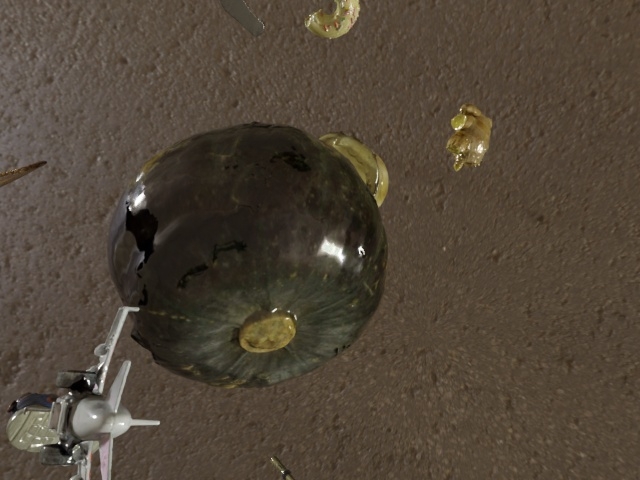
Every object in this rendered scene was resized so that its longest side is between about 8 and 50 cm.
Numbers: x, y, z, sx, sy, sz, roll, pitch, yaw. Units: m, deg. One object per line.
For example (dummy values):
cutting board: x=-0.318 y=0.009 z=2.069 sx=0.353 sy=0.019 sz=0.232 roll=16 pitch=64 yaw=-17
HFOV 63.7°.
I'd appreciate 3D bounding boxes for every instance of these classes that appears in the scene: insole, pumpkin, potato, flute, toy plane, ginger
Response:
insole: x=-0.193 y=-0.558 z=1.251 sx=0.053 sy=0.153 sz=0.002 roll=-47 pitch=40 yaw=8
pumpkin: x=-0.111 y=0.028 z=0.840 sx=0.455 sy=0.454 sz=0.344 roll=-27 pitch=39 yaw=6
potato: x=0.108 y=-0.198 z=1.611 sx=0.242 sy=0.242 sz=0.285 roll=-47 pitch=61 yaw=0
flute: x=-0.062 y=0.607 z=1.280 sx=0.233 sy=0.027 sz=0.027 roll=22 pitch=84 yaw=52
toy plane: x=-0.175 y=0.132 z=0.388 sx=0.171 sy=0.066 sz=0.162 roll=-16 pitch=64 yaw=46
ginger: x=0.473 y=-0.316 z=1.634 sx=0.102 sy=0.157 sz=0.216 roll=13 pitch=78 yaw=51

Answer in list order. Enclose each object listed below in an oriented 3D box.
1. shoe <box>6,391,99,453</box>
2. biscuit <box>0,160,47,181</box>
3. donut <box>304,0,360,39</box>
shoe: x=-0.539 y=0.369 z=1.049 sx=0.126 sy=0.227 sz=0.099 roll=17 pitch=75 yaw=37
biscuit: x=-0.509 y=-0.044 z=0.691 sx=0.237 sy=0.232 sz=0.013 roll=-27 pitch=107 yaw=0
donut: x=0.039 y=-0.601 z=1.375 sx=0.108 sy=0.065 sz=0.166 roll=44 pitch=124 yaw=-14
